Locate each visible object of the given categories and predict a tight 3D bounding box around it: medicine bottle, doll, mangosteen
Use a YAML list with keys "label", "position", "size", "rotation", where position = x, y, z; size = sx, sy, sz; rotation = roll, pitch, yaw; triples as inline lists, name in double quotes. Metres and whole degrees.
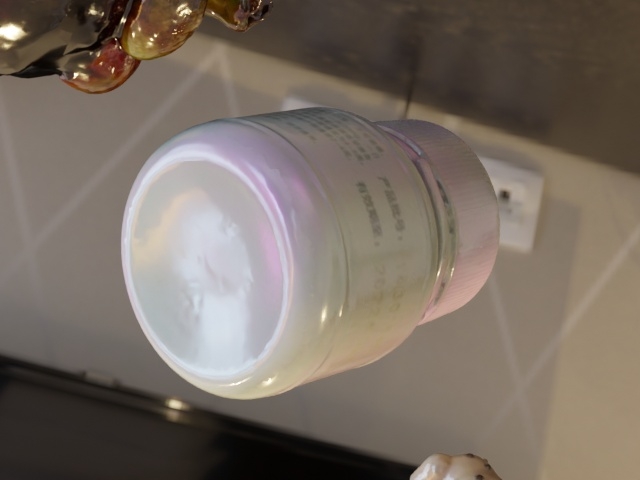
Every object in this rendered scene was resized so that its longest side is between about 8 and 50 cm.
- label: "medicine bottle"
  position: [0.000, 0.000, 1.309]
  size: [0.241, 0.241, 0.302]
  rotation: [-3, -174, 42]
- label: "doll"
  position: [0.230, 0.346, 1.694]
  size: [0.278, 0.154, 0.119]
  rotation: [30, 115, -18]
- label: "mangosteen"
  position: [-0.142, -0.178, 0.821]
  size: [0.249, 0.211, 0.211]
  rotation: [21, 161, -15]
